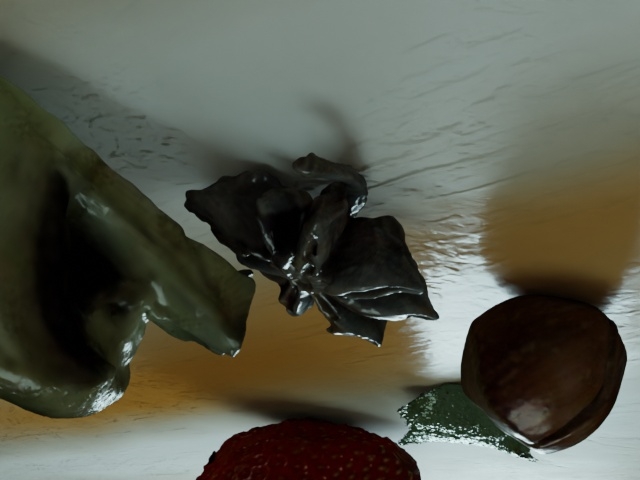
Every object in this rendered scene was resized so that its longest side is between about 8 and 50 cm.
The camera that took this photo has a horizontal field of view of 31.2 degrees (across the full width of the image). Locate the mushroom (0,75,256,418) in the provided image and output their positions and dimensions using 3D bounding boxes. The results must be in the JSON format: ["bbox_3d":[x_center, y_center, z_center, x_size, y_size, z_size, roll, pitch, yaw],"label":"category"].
[{"bbox_3d":[-0.216,0.029,0.848,0.292,0.212,0.217,31,151,-21],"label":"mushroom"}]

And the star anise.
[{"bbox_3d":[0.000,0.000,0.868,0.209,0.089,0.231,30,152,-13],"label":"star anise"}]

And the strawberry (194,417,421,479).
[{"bbox_3d":[-0.011,0.335,1.487,0.288,0.250,0.239,-26,106,23],"label":"strawberry"}]

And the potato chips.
[{"bbox_3d":[0.170,0.209,1.299,0.167,0.059,0.228,18,158,11],"label":"potato chips"}]

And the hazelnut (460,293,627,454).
[{"bbox_3d":[0.195,0.109,0.986,0.143,0.143,0.154,4,163,17],"label":"hazelnut"}]
